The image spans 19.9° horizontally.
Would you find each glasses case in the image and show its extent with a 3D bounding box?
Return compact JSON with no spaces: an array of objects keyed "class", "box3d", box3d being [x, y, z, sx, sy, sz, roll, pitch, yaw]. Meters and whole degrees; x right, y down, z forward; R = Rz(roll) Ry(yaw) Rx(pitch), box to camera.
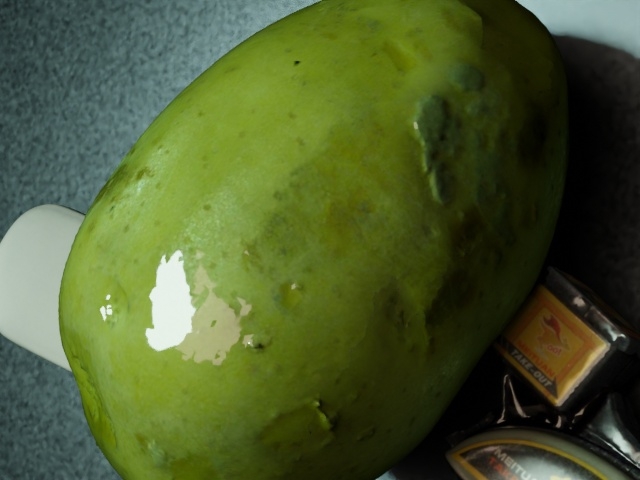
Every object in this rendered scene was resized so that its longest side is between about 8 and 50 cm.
[{"class":"glasses case","box3d":[-0.096,0.048,1.054,0.233,0.059,0.092,19,89,29]}]

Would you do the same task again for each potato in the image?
[{"class":"potato","box3d":[-0.001,-0.001,0.899,0.216,0.216,0.304,29,79,29]}]

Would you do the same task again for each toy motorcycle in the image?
[{"class":"toy motorcycle","box3d":[0.169,0.148,0.878,0.263,0.091,0.157,42,100,29]}]
